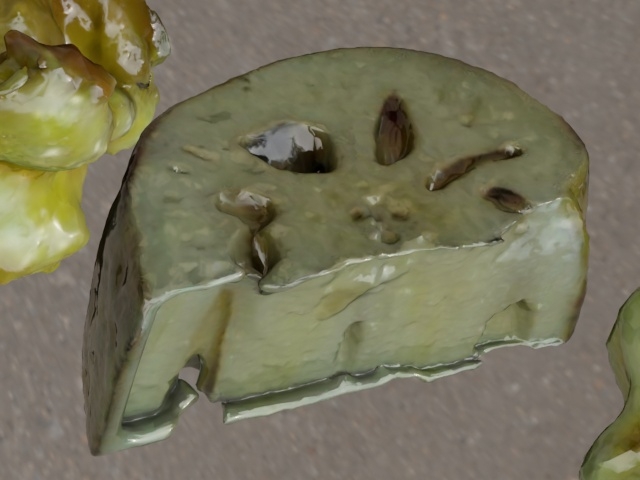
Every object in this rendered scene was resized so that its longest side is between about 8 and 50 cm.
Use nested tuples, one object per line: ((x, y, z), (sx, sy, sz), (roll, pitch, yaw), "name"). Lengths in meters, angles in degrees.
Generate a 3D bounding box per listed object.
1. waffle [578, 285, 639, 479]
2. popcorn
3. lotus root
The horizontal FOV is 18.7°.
((0.139, 0.070, 0.382), (0.214, 0.054, 0.208), (28, 77, -19), "waffle")
((-0.283, -0.103, 1.295), (0.325, 0.321, 0.290), (-40, 160, -40), "popcorn")
((0.000, 0.000, 0.824), (0.235, 0.138, 0.119), (-17, 142, -25), "lotus root")
